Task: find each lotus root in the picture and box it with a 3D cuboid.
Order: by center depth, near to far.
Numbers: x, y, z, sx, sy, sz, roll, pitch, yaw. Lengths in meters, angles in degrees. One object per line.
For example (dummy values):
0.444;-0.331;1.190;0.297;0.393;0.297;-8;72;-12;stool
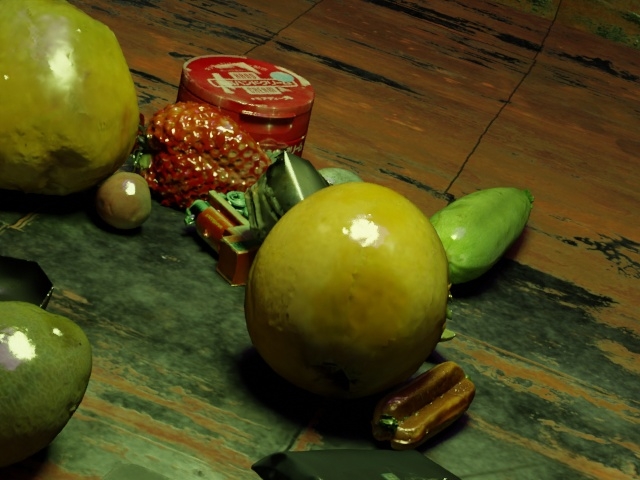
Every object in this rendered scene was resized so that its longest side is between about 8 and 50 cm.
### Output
0.033;-0.072;2.184;0.088;0.088;0.165;30;18;28;lotus root

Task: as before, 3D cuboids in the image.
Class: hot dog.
0.123;0.202;1.688;0.188;0.055;0.072;-23;76;-47;hot dog

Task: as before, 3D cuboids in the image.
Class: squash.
0.247;-0.022;2.165;0.118;0.118;0.370;24;24;17;squash

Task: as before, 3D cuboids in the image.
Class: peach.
-0.275;-0.055;1.955;0.083;0.083;0.083;13;25;-6;peach

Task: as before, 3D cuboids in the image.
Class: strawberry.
-0.159;-0.129;2.072;0.236;0.107;0.175;7;61;-9;strawberry

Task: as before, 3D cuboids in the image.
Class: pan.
-0.414;0.081;1.628;0.202;0.048;0.128;-15;38;-27;pan

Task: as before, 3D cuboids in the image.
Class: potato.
-0.344;0.147;1.417;0.235;0.160;0.178;-15;12;-26;potato

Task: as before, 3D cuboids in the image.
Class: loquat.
0.035;0.059;1.688;0.263;0.263;0.263;13;25;-6;loquat
-0.387;-0.202;1.952;0.276;0.284;0.276;6;-4;0;loquat

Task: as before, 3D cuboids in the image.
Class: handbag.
0.082;0.280;1.457;0.254;0.089;0.211;6;19;-47;handbag

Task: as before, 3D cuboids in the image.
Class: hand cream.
-0.129;-0.196;2.260;0.230;0.149;0.230;13;27;-7;hand cream

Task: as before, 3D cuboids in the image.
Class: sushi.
0.001;-0.013;1.929;0.273;0.109;0.134;22;46;-55;sushi

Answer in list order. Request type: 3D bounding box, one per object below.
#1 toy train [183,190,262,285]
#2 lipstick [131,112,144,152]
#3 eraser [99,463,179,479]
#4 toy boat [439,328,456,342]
-0.121;-0.010;1.970;0.118;0.074;0.176;-10;38;-38;toy train
-0.414;-0.210;2.207;0.279;0.073;0.073;18;25;7;lipstick
-0.061;0.315;1.337;0.352;0.061;0.089;22;26;14;eraser
0.110;0.098;1.889;0.065;0.066;0.172;-5;33;-44;toy boat
